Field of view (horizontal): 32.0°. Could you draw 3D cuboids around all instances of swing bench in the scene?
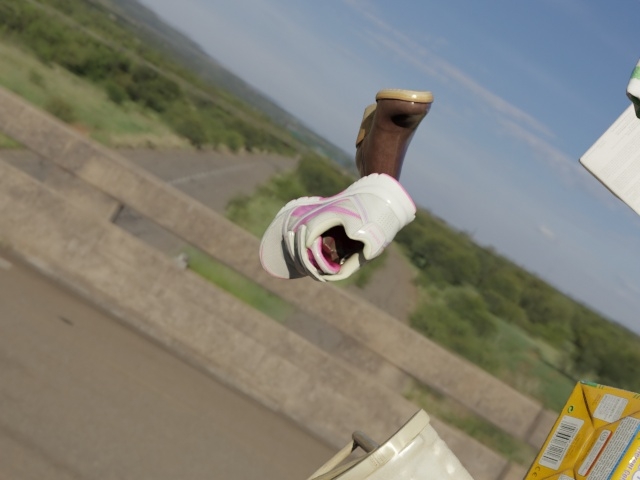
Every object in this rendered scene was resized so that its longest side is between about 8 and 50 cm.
[{"bbox_3d":[0.115,0.385,1.490,0.253,0.165,0.254,52,-24,0],"label":"swing bench"}]

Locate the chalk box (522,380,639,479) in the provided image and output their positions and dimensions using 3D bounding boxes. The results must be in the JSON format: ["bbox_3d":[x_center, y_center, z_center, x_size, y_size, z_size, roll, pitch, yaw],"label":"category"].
[{"bbox_3d":[0.427,0.332,1.386,0.289,0.180,0.179,35,-10,-17],"label":"chalk box"}]

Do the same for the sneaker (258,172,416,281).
[{"bbox_3d":[0.000,0.000,1.437,0.252,0.111,0.103,-26,-72,44],"label":"sneaker"}]

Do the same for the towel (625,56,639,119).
[{"bbox_3d":[0.353,-0.157,0.659,0.248,0.325,0.038,33,1,-7],"label":"towel"}]

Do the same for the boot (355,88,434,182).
[{"bbox_3d":[0.116,-0.126,1.762,0.090,0.207,0.248,3,-4,-14],"label":"boot"}]

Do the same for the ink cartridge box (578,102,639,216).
[{"bbox_3d":[0.567,-0.121,1.831,0.224,0.181,0.056,44,10,9],"label":"ink cartridge box"}]
